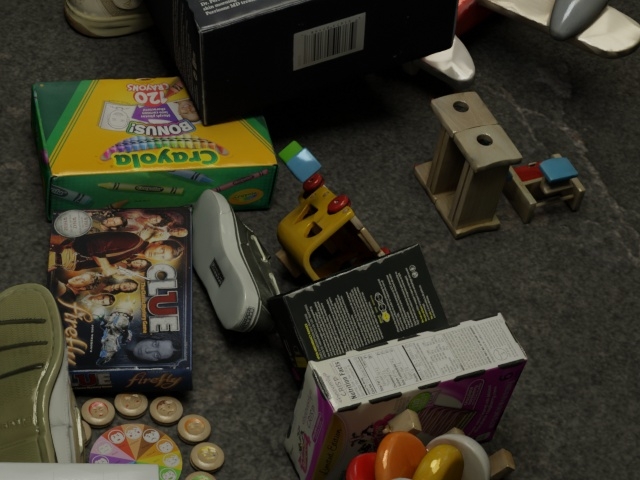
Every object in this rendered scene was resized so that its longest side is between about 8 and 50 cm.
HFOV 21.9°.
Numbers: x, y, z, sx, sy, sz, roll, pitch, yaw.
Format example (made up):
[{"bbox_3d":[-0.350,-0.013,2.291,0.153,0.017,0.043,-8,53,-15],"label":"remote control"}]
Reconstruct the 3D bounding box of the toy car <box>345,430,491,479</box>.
[{"bbox_3d":[0.082,0.276,1.664,0.136,0.182,0.159,17,27,26],"label":"toy car"}]

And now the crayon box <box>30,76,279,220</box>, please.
[{"bbox_3d":[-0.206,-0.115,2.020,0.278,0.081,0.165,-4,48,-16],"label":"crayon box"}]

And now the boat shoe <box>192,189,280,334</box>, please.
[{"bbox_3d":[-0.097,0.029,1.922,0.070,0.078,0.219,14,37,-32],"label":"boat shoe"}]

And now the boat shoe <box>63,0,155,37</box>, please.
[{"bbox_3d":[-0.182,-0.367,2.241,0.341,0.110,0.122,-20,55,-28],"label":"boat shoe"}]

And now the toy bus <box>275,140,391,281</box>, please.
[{"bbox_3d":[0.000,-0.001,1.939,0.104,0.202,0.191,-40,68,-3],"label":"toy bus"}]

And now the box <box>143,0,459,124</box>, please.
[{"bbox_3d":[-0.044,-0.354,2.049,0.343,0.179,0.312,-18,58,-14],"label":"box"}]

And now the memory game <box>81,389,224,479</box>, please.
[{"bbox_3d":[-0.193,0.231,1.745,0.186,0.012,0.186,6,46,-6],"label":"memory game"}]

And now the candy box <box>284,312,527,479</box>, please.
[{"bbox_3d":[0.089,0.174,1.762,0.233,0.159,0.071,-13,54,-22],"label":"candy box"}]

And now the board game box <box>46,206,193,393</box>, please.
[{"bbox_3d":[-0.225,0.064,1.860,0.165,0.042,0.243,-1,47,-4],"label":"board game box"}]

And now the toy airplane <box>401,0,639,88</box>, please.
[{"bbox_3d":[0.216,-0.394,2.246,0.386,0.272,0.384,0,48,-14],"label":"toy airplane"}]

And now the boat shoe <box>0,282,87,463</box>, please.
[{"bbox_3d":[-0.301,0.188,1.691,0.113,0.103,0.302,-11,53,7],"label":"boat shoe"}]

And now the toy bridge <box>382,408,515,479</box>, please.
[{"bbox_3d":[0.127,0.225,1.751,0.188,0.063,0.026,26,37,-42],"label":"toy bridge"}]

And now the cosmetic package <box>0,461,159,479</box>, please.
[{"bbox_3d":[-0.265,0.316,1.502,0.224,0.224,0.138,2,48,-12],"label":"cosmetic package"}]

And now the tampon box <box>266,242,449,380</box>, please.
[{"bbox_3d":[0.039,0.081,1.799,0.161,0.120,0.101,-20,90,-11],"label":"tampon box"}]

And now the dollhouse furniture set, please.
[{"bbox_3d":[0.233,-0.108,2.079,0.183,0.129,0.129,-13,52,-22],"label":"dollhouse furniture set"}]
